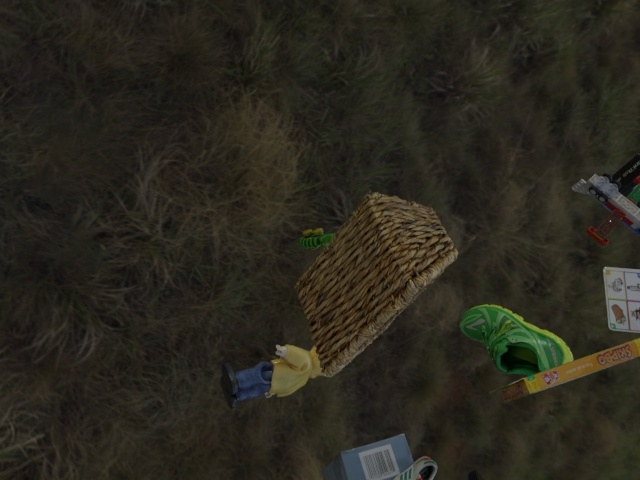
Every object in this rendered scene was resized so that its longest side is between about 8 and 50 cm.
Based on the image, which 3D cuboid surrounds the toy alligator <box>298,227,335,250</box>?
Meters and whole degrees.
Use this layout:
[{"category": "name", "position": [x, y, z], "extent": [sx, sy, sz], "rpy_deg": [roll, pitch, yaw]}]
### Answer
[{"category": "toy alligator", "position": [0.000, 0.000, 1.398], "extent": [0.051, 0.189, 0.056], "rpy_deg": [-38, 114, -44]}]

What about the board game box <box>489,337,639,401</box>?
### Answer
[{"category": "board game box", "position": [0.445, 0.240, 0.921], "extent": [0.259, 0.124, 0.039], "rpy_deg": [-13, 67, -7]}]

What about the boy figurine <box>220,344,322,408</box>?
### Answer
[{"category": "boy figurine", "position": [-0.086, 0.300, 1.192], "extent": [0.285, 0.092, 0.177], "rpy_deg": [-13, 133, -24]}]

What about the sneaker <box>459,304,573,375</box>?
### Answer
[{"category": "sneaker", "position": [0.435, 0.237, 1.196], "extent": [0.123, 0.295, 0.109], "rpy_deg": [-21, 112, -27]}]

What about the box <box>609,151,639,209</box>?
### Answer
[{"category": "box", "position": [0.721, -0.107, 1.045], "extent": [0.180, 0.147, 0.077], "rpy_deg": [32, 40, -6]}]

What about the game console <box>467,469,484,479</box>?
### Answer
[{"category": "game console", "position": [0.415, 0.545, 0.872], "extent": [0.173, 0.250, 0.293], "rpy_deg": [-34, 94, 12]}]

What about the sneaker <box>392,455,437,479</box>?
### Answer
[{"category": "sneaker", "position": [0.225, 0.598, 1.247], "extent": [0.161, 0.075, 0.057], "rpy_deg": [-37, 79, -14]}]

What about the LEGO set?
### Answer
[{"category": "LEGO set", "position": [0.427, 0.002, 0.636], "extent": [0.182, 0.060, 0.244], "rpy_deg": [4, 70, 1]}]

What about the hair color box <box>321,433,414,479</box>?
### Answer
[{"category": "hair color box", "position": [0.127, 0.670, 1.459], "extent": [0.185, 0.374, 0.114], "rpy_deg": [-10, 60, -15]}]

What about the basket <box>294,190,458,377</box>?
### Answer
[{"category": "basket", "position": [0.124, 0.098, 0.944], "extent": [0.213, 0.223, 0.299], "rpy_deg": [13, 129, -34]}]
